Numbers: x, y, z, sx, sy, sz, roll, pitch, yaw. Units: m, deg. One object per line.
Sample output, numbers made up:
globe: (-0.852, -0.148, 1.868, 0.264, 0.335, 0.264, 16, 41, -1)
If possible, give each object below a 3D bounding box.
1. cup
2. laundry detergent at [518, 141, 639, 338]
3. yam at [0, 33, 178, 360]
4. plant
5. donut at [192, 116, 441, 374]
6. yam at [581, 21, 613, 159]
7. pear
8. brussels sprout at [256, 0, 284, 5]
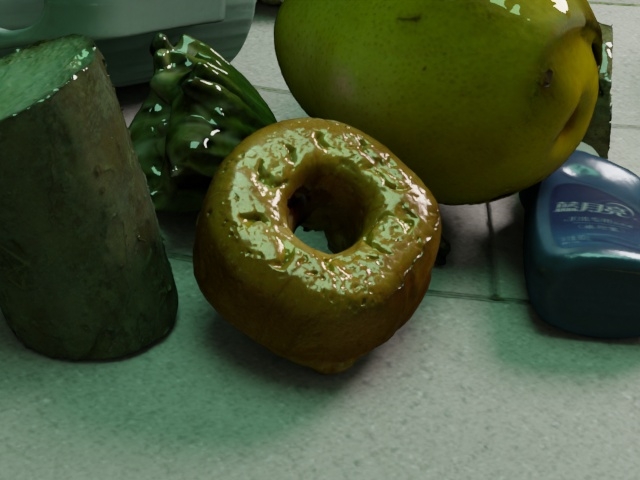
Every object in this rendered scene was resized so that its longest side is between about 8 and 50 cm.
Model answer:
cup: (-0.281, -0.274, 1.551, 0.392, 0.310, 0.401, -9, 50, -29)
laundry detergent: (0.265, -0.020, 1.394, 0.143, 0.094, 0.290, 1, 32, 0)
yam: (-0.223, -0.032, 1.196, 0.161, 0.268, 0.161, -8, 37, 6)
plant: (-0.061, -0.062, 1.438, 0.333, 0.180, 0.251, 28, 26, -23)
donut: (-0.002, 0.000, 1.234, 0.226, 0.114, 0.226, 7, 57, -12)
yam: (0.188, -0.188, 1.601, 0.304, 0.168, 0.168, 11, 32, 6)
pear: (0.109, -0.184, 1.391, 0.336, 0.285, 0.285, 19, 33, 6)
brussels sprout: (-0.088, -0.478, 1.923, 0.371, 0.315, 0.276, 5, 8, 10)
